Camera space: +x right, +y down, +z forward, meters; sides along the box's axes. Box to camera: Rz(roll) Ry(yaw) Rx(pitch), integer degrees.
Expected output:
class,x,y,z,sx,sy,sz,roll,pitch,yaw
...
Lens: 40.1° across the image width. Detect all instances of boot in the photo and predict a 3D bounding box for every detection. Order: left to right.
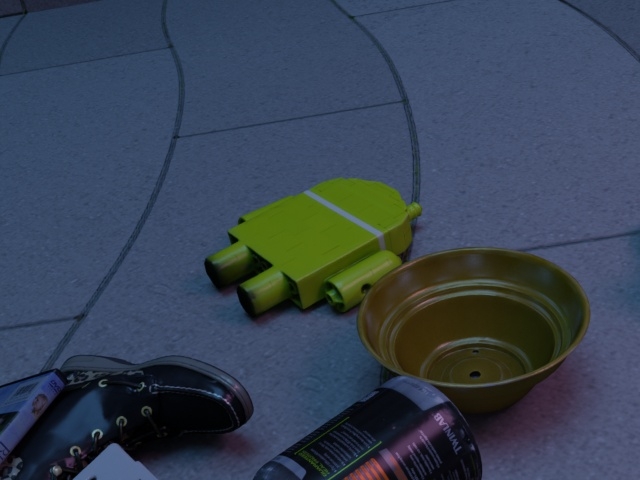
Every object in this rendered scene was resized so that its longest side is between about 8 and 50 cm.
class,x,y,z,sx,sy,sz,roll,pitch,yaw
boot,-0.194,0.192,0.814,0.236,0.085,0.179,0,34,29

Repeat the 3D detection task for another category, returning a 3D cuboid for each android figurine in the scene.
class,x,y,z,sx,sy,sz,roll,pitch,yaw
android figurine,0.000,0.000,1.090,0.272,0.056,0.248,-28,35,-25

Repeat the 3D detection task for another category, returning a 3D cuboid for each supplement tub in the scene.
class,x,y,z,sx,sy,sz,roll,pitch,yaw
supplement tub,0.026,0.201,0.699,0.190,0.117,0.117,-28,35,-27

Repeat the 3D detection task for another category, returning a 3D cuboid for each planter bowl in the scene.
class,x,y,z,sx,sy,sz,roll,pitch,yaw
planter bowl,0.147,0.101,0.847,0.217,0.090,0.217,-7,31,4

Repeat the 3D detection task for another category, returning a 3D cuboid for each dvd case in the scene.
class,x,y,z,sx,sy,sz,roll,pitch,yaw
dvd case,-0.356,0.223,0.793,0.180,0.022,0.253,-20,25,36

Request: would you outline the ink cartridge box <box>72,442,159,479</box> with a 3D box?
class,x,y,z,sx,sy,sz,roll,pitch,yaw
ink cartridge box,-0.145,0.253,0.699,0.104,0.060,0.180,-43,42,-20
